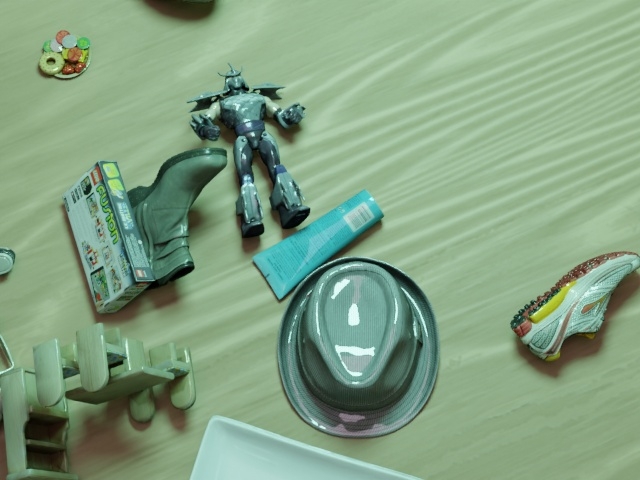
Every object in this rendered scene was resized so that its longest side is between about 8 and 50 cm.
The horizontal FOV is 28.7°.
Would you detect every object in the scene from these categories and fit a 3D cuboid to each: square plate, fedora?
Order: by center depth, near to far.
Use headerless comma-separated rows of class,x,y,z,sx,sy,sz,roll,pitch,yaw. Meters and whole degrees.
square plate,-0.048,0.461,1.772,0.344,0.049,0.347,16,73,7
fedora,0.055,0.143,1.836,0.243,0.124,0.275,5,71,5

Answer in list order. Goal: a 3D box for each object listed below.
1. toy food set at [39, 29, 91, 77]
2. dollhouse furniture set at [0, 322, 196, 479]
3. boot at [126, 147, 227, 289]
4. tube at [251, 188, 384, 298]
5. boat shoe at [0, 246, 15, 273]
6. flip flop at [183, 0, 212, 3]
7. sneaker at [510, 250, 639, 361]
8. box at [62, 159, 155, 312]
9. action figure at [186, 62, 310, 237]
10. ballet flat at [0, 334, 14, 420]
toy food set,-0.419,-0.307,2.065,0.083,0.020,0.082,10,72,6
dollhouse furniture set,-0.325,0.241,1.781,0.242,0.212,0.161,-20,67,24
boot,-0.210,-0.026,1.883,0.246,0.083,0.161,-31,66,37
tube,0.000,0.000,1.930,0.207,0.052,0.080,-34,68,-3
boat shoe,-0.536,0.034,1.945,0.125,0.038,0.046,-10,113,5
flip flop,-0.279,-0.448,2.084,0.277,0.080,0.112,10,76,22
sneaker,0.391,0.094,1.871,0.225,0.088,0.093,-37,94,-9
box,-0.326,-0.005,1.914,0.114,0.036,0.207,-35,66,38
action figure,-0.103,-0.152,1.955,0.185,0.099,0.285,-14,74,-10
ballet flat,-0.496,0.206,1.873,0.079,0.077,0.221,-4,69,-19
